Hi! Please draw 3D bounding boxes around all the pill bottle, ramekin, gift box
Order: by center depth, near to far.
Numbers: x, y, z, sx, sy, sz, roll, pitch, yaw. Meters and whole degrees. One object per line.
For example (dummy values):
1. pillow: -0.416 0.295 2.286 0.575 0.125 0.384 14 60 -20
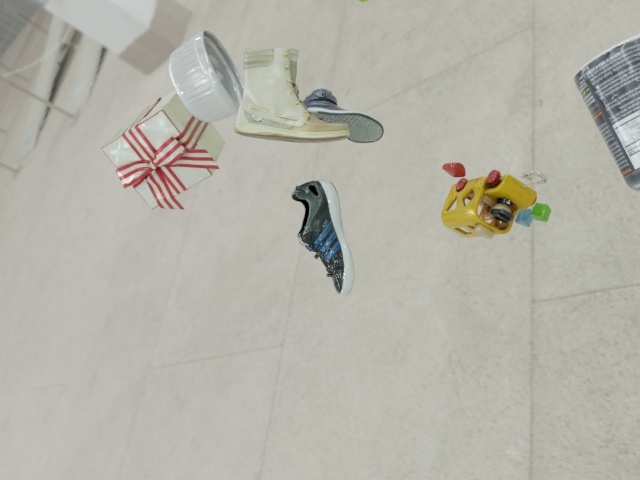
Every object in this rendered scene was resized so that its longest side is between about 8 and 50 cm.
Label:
1. pill bottle: 0.474 -0.159 0.916 0.130 0.130 0.245 -29 81 38
2. ramekin: -0.265 -0.375 1.506 0.109 0.207 0.207 -24 46 14
3. gift box: -0.420 -0.252 1.830 0.255 0.276 0.258 -31 23 22

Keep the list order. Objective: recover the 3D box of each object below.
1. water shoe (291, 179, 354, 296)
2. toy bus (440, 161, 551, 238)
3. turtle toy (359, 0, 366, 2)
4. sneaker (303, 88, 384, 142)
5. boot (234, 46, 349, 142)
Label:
1. water shoe: 0.000 0.000 1.092 0.073 0.080 0.203 151 107 -74
2. toy bus: 0.313 -0.057 1.187 0.191 0.202 0.104 17 77 27
3. turtle toy: 0.051 -0.432 1.004 0.066 0.130 0.095 -38 42 12
4. sneaker: 0.058 -0.338 1.723 0.163 0.226 0.086 -86 10 -58
5. boot: -0.046 -0.262 1.163 0.213 0.077 0.165 7 92 11
